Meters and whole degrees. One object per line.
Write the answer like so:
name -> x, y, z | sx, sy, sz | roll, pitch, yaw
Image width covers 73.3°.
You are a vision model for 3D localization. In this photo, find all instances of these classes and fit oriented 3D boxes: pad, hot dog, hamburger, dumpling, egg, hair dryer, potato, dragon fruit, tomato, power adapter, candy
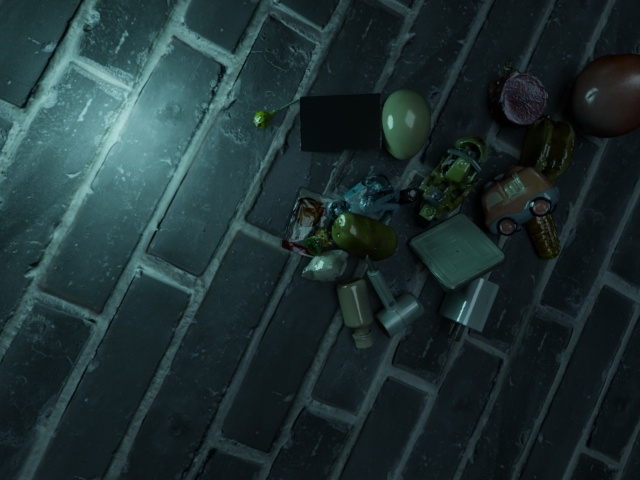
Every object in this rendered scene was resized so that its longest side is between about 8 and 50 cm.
pad -> 0.071, -0.428, 1.561 | 0.299, 0.005, 0.202 | 0, 92, 10
hot dog -> 0.918, -0.048, 1.775 | 0.115, 0.072, 0.269 | -29, 97, -18
hamburger -> 0.893, -0.348, 1.691 | 0.132, 0.211, 0.309 | 16, 90, -7
dumpling -> 0.025, 0.107, 1.567 | 0.188, 0.108, 0.127 | -29, 131, -3
egg -> 0.307, -0.422, 1.572 | 0.188, 0.188, 0.254 | 0, 95, -12
hair dryer -> 0.244, 0.182, 1.574 | 0.173, 0.107, 0.357 | -35, 118, -11
potato -> 0.164, 0.011, 1.547 | 0.271, 0.111, 0.160 | 20, 130, -28
dragon fruit -> 0.772, -0.560, 1.703 | 0.211, 0.147, 0.282 | -26, 94, -1
tomato -> 1.142, -0.561, 1.690 | 0.321, 0.321, 0.322 | 0, 92, -12
power adapter -> 0.552, 0.260, 1.644 | 0.124, 0.187, 0.255 | 23, 86, -11
candy -> -0.155, -0.465, 1.549 | 0.194, 0.062, 0.058 | -35, 100, -19

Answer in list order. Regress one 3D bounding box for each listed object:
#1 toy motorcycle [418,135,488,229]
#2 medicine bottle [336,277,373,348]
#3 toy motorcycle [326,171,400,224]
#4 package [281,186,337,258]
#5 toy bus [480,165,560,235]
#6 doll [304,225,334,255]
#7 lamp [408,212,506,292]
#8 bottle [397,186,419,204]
toy motorcycle -> 0.496, -0.226, 1.600 | 0.168, 0.237, 0.410 | 34, 84, 17
medicine bottle -> 0.137, 0.271, 1.593 | 0.114, 0.114, 0.252 | -14, 94, -11
toy motorcycle -> 0.166, -0.121, 1.582 | 0.260, 0.154, 0.206 | -36, 121, 3
package -> -0.041, -0.064, 1.589 | 0.154, 0.030, 0.239 | 20, 87, -14
toy bus -> 0.743, -0.156, 1.641 | 0.287, 0.194, 0.232 | -35, 79, 33
doll -> -0.008, 0.005, 1.567 | 0.078, 0.076, 0.113 | 57, 42, -7
lamp -> 0.509, 0.040, 1.618 | 0.266, 0.047, 0.269 | -28, 53, -9
bottle -> 0.316, -0.164, 1.593 | 0.060, 0.164, 0.060 | 0, 91, -12
